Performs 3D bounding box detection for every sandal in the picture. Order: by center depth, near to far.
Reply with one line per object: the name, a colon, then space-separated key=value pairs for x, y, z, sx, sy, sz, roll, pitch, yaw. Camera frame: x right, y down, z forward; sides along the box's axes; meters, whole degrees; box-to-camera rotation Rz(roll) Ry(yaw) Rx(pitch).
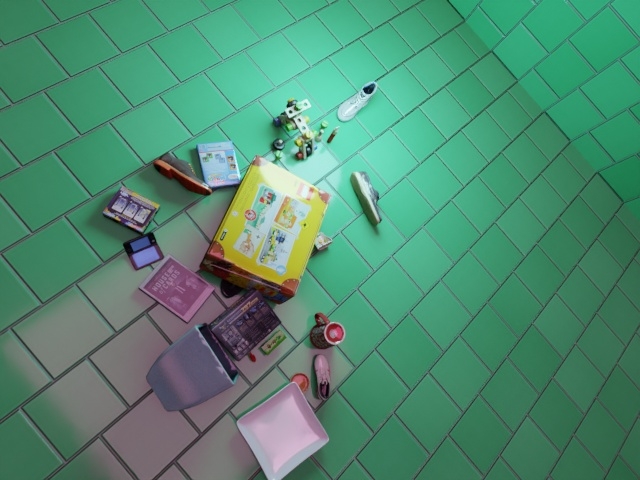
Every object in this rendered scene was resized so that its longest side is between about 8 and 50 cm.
sandal: x=-0.322 y=0.133 z=1.833 sx=0.097 sy=0.054 sz=0.254 roll=45 pitch=66 yaw=-1

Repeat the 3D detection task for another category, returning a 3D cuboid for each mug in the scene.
mug: x=0.019 y=0.381 z=1.809 sx=0.150 sy=0.169 sz=0.113 roll=43 pitch=67 yaw=-2

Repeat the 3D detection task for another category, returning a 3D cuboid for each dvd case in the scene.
dvd case: x=-0.574 y=0.191 z=1.748 sx=0.239 sy=0.029 sz=0.179 roll=37 pitch=66 yaw=-5

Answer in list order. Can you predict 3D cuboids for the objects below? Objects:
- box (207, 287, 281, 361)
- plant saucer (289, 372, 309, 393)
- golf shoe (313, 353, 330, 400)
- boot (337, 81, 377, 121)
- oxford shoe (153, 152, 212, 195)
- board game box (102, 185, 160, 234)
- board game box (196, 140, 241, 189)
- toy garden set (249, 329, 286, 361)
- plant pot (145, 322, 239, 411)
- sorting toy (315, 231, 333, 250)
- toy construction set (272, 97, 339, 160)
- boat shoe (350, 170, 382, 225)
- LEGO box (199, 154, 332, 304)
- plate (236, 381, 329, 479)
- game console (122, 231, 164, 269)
box: x=-0.292 y=0.326 z=1.696 sx=0.233 sy=0.059 sz=0.183 roll=-42 pitch=117 yaw=-20
plant saucer: x=-0.087 y=0.590 z=1.797 sx=0.084 sy=0.013 sz=0.083 roll=5 pitch=73 yaw=-16
golf shoe: x=0.015 y=0.565 z=1.799 sx=0.068 sy=0.086 sz=0.185 roll=-1 pitch=73 yaw=-17
boot: x=0.189 y=-0.719 z=2.218 sx=0.095 sy=0.123 sz=0.258 roll=42 pitch=66 yaw=-3
oxford shoe: x=-0.569 y=-0.288 z=1.851 sx=0.272 sy=0.097 sz=0.098 roll=31 pitch=62 yaw=-2
board game box: x=-0.767 y=-0.122 z=1.768 sx=0.171 sy=0.048 sz=0.141 roll=29 pitch=65 yaw=-8
board game box: x=-0.452 y=-0.336 z=1.940 sx=0.160 sy=0.039 sz=0.211 roll=-11 pitch=77 yaw=-21
toy garden set: x=-0.295 y=0.373 z=1.775 sx=0.204 sy=0.049 sz=0.244 roll=-41 pitch=94 yaw=-20
plant pot: x=-0.475 y=0.479 z=1.589 sx=0.252 sy=0.248 sz=0.247 roll=-34 pitch=87 yaw=-9
sorting toy: x=0.000 y=0.000 z=1.989 sx=0.083 sy=0.045 sz=0.075 roll=-27 pitch=76 yaw=-23
toy construction set: x=-0.060 y=-0.532 z=2.019 sx=0.309 sy=0.237 sz=0.257 roll=-5 pitch=76 yaw=-20
boat shoe: x=0.238 y=-0.213 z=2.098 sx=0.093 sy=0.103 sz=0.285 roll=-20 pitch=75 yaw=-17
LEGO box: x=-0.216 y=-0.047 z=1.808 sx=0.373 sy=0.193 sz=0.499 roll=28 pitch=62 yaw=-14
plate: x=-0.148 y=0.749 z=1.712 sx=0.278 sy=0.045 sz=0.277 roll=-30 pitch=85 yaw=-22
game console: x=-0.703 y=0.040 z=1.730 sx=0.122 sy=0.107 sz=0.071 roll=-27 pitch=56 yaw=-24
